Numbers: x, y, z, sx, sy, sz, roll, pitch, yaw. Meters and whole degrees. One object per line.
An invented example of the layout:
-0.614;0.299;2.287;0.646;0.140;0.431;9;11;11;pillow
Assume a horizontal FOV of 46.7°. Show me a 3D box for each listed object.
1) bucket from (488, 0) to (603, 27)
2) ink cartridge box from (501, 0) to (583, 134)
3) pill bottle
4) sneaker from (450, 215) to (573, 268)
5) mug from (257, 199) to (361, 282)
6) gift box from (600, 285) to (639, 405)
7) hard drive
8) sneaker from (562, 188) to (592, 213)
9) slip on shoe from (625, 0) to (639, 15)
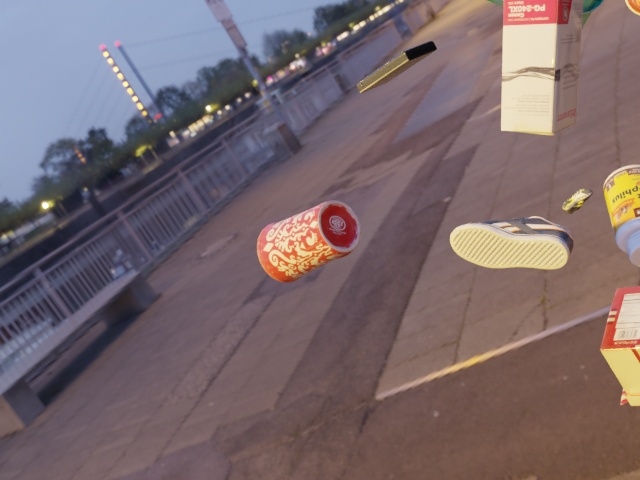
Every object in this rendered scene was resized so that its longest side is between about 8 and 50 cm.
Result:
0.412;-0.515;1.378;0.281;0.281;0.183;-73;3;-72;bucket
0.249;-0.200;0.832;0.063;0.150;0.109;8;18;31;ink cartridge box
0.675;-0.050;1.563;0.117;0.117;0.214;-25;41;30;pill bottle
0.519;0.003;2.000;0.321;0.126;0.127;10;31;30;sneaker
-0.006;-0.008;1.288;0.150;0.113;0.169;-26;0;-40;mug
0.860;0.286;1.857;0.255;0.258;0.276;-8;39;47;gift box
0.141;-0.324;1.381;0.094;0.022;0.135;-31;3;-41;hard drive
0.653;-0.099;1.876;0.083;0.035;0.031;-33;38;9;sneaker
0.596;-0.407;1.078;0.101;0.122;0.331;-9;6;-38;slip on shoe
